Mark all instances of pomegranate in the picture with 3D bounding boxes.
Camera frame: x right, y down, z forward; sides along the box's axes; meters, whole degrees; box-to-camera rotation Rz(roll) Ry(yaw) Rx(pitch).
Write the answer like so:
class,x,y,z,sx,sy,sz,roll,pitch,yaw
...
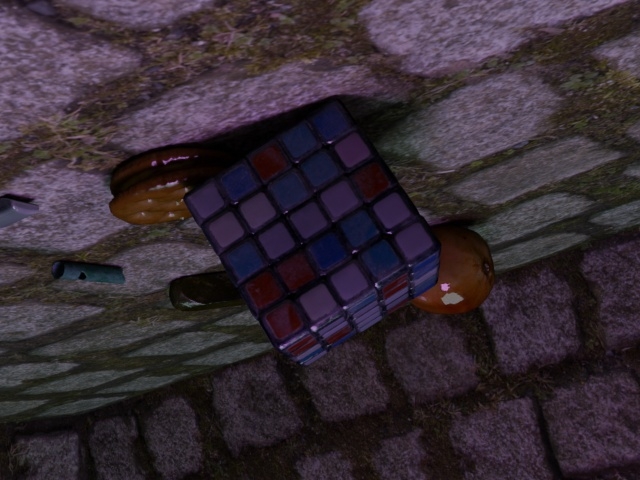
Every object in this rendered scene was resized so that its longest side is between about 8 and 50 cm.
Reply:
class,x,y,z,sx,sy,sz,roll,pitch,yaw
pomegranate,0.310,0.080,2.210,0.270,0.229,0.252,-9,178,31

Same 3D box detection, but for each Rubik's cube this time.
class,x,y,z,sx,sy,sz,roll,pitch,yaw
Rubik's cube,0.000,0.000,1.354,0.292,0.287,0.293,-32,165,-3

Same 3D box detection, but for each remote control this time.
class,x,y,z,sx,sy,sz,roll,pitch,yaw
remote control,-0.535,-0.031,1.368,0.166,0.029,0.065,-20,165,23

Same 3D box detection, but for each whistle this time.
class,x,y,z,sx,sy,sz,roll,pitch,yaw
whistle,-0.480,0.069,1.782,0.039,0.039,0.186,-21,164,26

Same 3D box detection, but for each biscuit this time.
class,x,y,z,sx,sy,sz,roll,pitch,yaw
biscuit,-0.232,-0.085,1.375,0.220,0.066,0.220,-13,166,-3

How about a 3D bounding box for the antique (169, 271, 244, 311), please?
class,x,y,z,sx,sy,sz,roll,pitch,yaw
antique,-0.265,0.127,2.119,0.220,0.080,0.081,-7,166,-26
